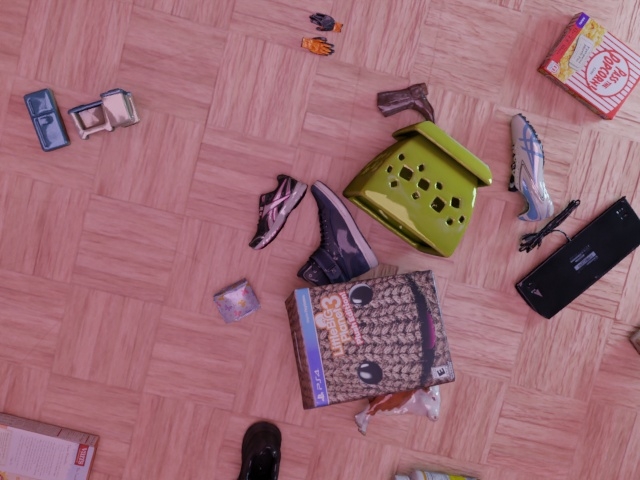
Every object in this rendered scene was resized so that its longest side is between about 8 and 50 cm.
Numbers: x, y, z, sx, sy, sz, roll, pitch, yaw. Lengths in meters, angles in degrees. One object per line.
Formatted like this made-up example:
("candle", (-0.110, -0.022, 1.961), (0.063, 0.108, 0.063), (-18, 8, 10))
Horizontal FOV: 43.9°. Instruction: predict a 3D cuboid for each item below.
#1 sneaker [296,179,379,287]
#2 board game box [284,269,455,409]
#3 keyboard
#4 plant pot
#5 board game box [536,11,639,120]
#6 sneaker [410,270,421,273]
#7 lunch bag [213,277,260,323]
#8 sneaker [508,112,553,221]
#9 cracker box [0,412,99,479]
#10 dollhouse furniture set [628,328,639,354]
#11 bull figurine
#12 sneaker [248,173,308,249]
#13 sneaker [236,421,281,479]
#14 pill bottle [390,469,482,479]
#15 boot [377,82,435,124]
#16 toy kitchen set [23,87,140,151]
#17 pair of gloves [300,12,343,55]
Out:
("sneaker", (0.001, 0.001, 1.685), (0.163, 0.086, 0.226), (-32, 97, -6))
("board game box", (0.095, 0.201, 1.613), (0.291, 0.141, 0.232), (-8, 77, -13))
("keyboard", (0.564, 0.014, 1.773), (0.317, 0.033, 0.201), (-39, 105, 0))
("plant pot", (0.205, -0.113, 1.631), (0.228, 0.227, 0.207), (37, 87, -8))
("board game box", (0.591, -0.375, 1.717), (0.193, 0.045, 0.147), (33, 93, -9))
("sneaker", (0.190, 0.098, 1.748), (0.083, 0.032, 0.037), (-23, 99, -1))
("lunch bag", (-0.182, 0.130, 1.709), (0.083, 0.053, 0.071), (-30, 101, -11))
("sneaker", (0.441, -0.155, 1.715), (0.086, 0.085, 0.237), (-13, 95, 4))
("cracker box", (-0.610, 0.476, 1.705), (0.232, 0.067, 0.156), (16, 96, -6))
("dollhouse furniture set", (0.912, 0.341, 1.789), (0.362, 0.256, 0.394), (-42, 120, 2))
("bull figurine", (0.114, 0.304, 1.722), (0.188, 0.101, 0.310), (-44, 88, -14))
("sneaker", (-0.104, -0.063, 1.691), (0.077, 0.072, 0.178), (35, 85, 3))
("sneaker", (-0.146, 0.548, 1.727), (0.109, 0.130, 0.286), (6, 98, -8))
("pill bottle", (0.263, 0.581, 1.773), (0.214, 0.117, 0.117), (10, 96, -6))
("boot", (0.181, -0.276, 1.696), (0.114, 0.037, 0.106), (-16, 85, -6))
("toy kitchen set", (-0.481, -0.263, 1.572), (0.207, 0.166, 0.122), (-18, 99, -3))
("pair of gloves", (0.003, -0.434, 1.674), (0.074, 0.010, 0.083), (18, 95, -7))
